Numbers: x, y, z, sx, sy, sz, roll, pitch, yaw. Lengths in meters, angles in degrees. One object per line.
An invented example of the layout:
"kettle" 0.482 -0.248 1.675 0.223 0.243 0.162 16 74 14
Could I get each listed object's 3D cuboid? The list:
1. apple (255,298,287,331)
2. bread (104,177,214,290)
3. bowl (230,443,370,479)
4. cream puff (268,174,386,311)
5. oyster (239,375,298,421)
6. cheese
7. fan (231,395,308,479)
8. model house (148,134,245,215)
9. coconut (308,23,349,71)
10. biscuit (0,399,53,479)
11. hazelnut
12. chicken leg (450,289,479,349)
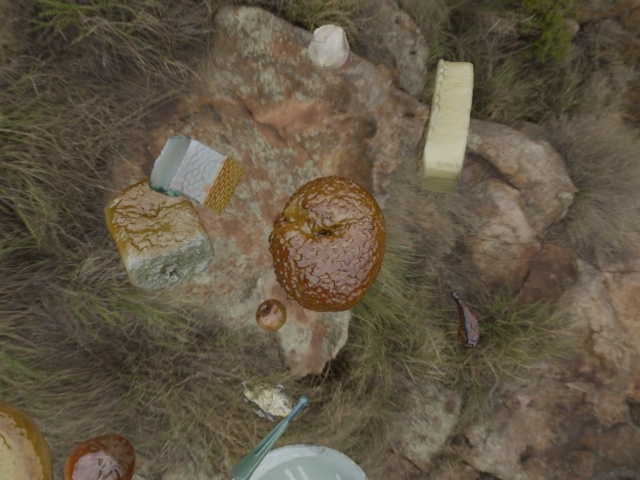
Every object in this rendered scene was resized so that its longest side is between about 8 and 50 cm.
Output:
"apple" -0.121 0.187 1.352 0.084 0.084 0.071 -40 124 -3
"bread" -0.347 0.001 1.186 0.196 0.176 0.246 -24 58 -14
"bowl" -0.023 0.619 0.989 0.435 0.435 0.196 -44 129 -2
"cream puff" 0.000 0.000 1.182 0.212 0.303 0.302 23 89 -33
"oyster" -0.119 0.356 1.267 0.133 0.209 0.071 24 91 -7
"cheese" 0.349 -0.316 1.481 0.104 0.384 0.383 8 90 11
"fan" -0.087 0.353 0.978 0.193 0.038 0.016 -43 138 -34
"model house" -0.176 -0.090 0.773 0.100 0.101 0.087 27 85 -37
"coconut" 0.020 -0.503 1.428 0.110 0.110 0.124 14 60 -4
"biscuit" -0.517 0.371 0.804 0.213 0.091 0.274 5 71 -14
"hazelnut" -0.567 0.582 1.383 0.182 0.182 0.182 0 90 -4
"chicken leg" 0.351 0.192 1.312 0.037 0.062 0.144 -16 98 -33
